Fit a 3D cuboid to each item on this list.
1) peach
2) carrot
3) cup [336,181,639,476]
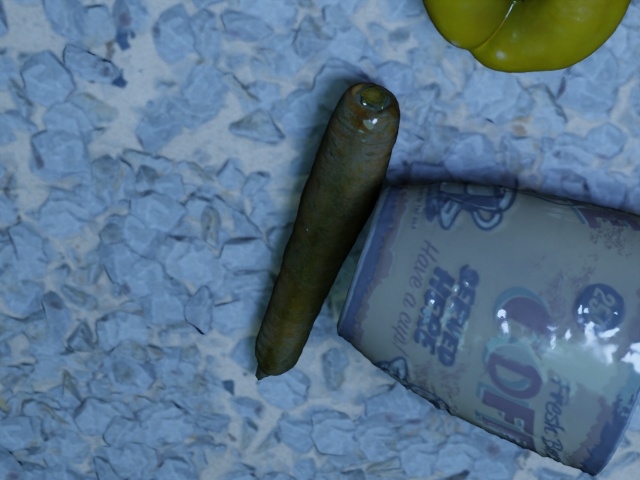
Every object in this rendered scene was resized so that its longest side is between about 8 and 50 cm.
[{"bbox_3d":[0.162,-0.215,1.577,0.179,0.103,0.179,5,125,8],"label":"peach"},{"bbox_3d":[0.000,0.001,1.755,0.070,0.070,0.342,19,127,-4],"label":"carrot"},{"bbox_3d":[0.149,0.069,1.714,0.257,0.227,0.301,20,152,4],"label":"cup"}]
